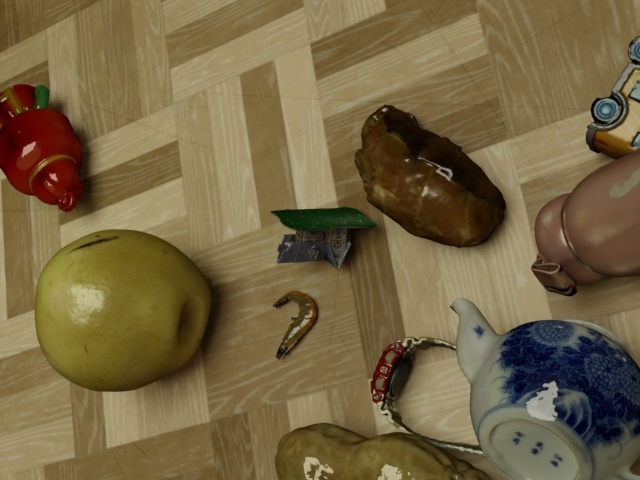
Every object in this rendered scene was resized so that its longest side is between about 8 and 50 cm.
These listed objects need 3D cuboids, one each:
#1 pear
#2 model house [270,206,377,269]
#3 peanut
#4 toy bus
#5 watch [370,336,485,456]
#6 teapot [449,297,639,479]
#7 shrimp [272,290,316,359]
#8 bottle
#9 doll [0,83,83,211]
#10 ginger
[{"bbox_3d":[-0.360,0.129,1.794,0.309,0.309,0.309,-8,73,28],"label":"pear"},{"bbox_3d":[0.000,0.000,1.709,0.117,0.167,0.088,-141,52,-58],"label":"model house"},{"bbox_3d":[0.092,0.382,1.515,0.387,0.192,0.169,6,41,31],"label":"peanut"},{"bbox_3d":[0.504,-0.208,1.474,0.136,0.126,0.209,32,94,24],"label":"toy bus"},{"bbox_3d":[0.211,0.247,1.551,0.268,0.102,0.164,10,81,24],"label":"watch"},{"bbox_3d":[0.353,0.217,1.397,0.424,0.280,0.252,30,135,15],"label":"teapot"},{"bbox_3d":[-0.058,0.151,1.764,0.091,0.025,0.127,26,87,33],"label":"shrimp"},{"bbox_3d":[0.443,-0.028,1.392,0.297,0.173,0.206,-25,22,44],"label":"bottle"},{"bbox_3d":[-0.603,-0.191,2.094,0.182,0.160,0.363,-45,60,11],"label":"doll"},{"bbox_3d":[0.159,-0.110,1.626,0.321,0.172,0.165,50,141,29],"label":"ginger"}]
